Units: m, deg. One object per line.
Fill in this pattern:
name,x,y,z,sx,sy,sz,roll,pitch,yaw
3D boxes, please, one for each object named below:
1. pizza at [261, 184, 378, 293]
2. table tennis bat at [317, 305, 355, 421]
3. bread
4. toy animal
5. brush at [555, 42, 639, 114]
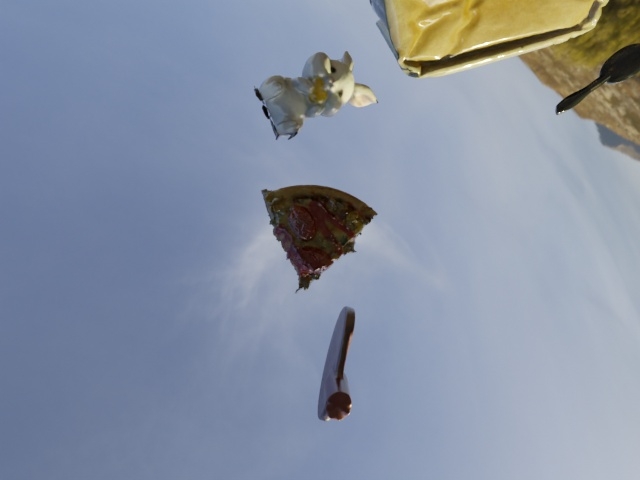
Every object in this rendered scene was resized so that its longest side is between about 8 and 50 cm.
pizza,0.007,-0.014,0.453,0.029,0.099,0.100,-155,45,-78
table tennis bat,0.035,0.294,1.138,0.051,0.268,0.414,15,-176,-1
bread,0.136,-0.254,0.413,0.109,0.210,0.192,-108,-2,-47
toy animal,-0.004,-0.160,0.543,0.071,0.124,0.085,64,-178,-3
brush,0.225,-0.128,0.399,0.024,0.083,0.008,54,-171,2
